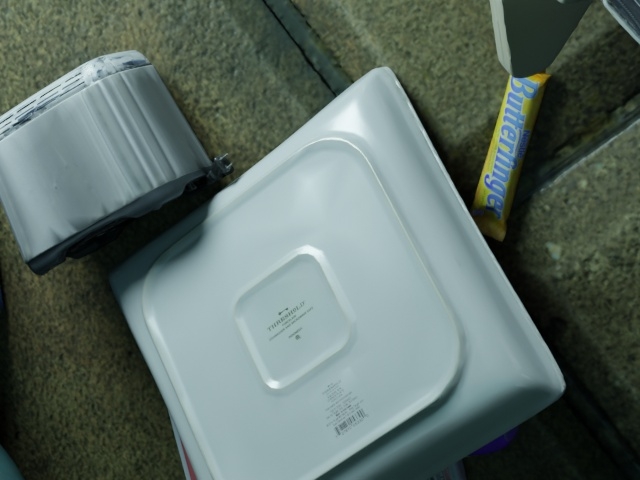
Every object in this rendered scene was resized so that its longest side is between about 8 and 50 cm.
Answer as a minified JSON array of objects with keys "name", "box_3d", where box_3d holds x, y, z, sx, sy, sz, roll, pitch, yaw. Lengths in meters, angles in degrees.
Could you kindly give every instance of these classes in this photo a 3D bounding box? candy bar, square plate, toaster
[{"name":"candy bar","box_3d":[0.162,-0.079,1.255,0.040,0.018,0.161,20,112,15]},{"name":"square plate","box_3d":[-0.012,0.072,1.252,0.347,0.049,0.344,-36,63,19]},{"name":"toaster","box_3d":[-0.205,-0.077,1.336,0.227,0.129,0.146,-27,92,27]}]

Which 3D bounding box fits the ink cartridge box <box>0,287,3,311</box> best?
[{"name":"ink cartridge box","box_3d":[-0.518,0.056,1.346,0.270,0.395,0.151,-3,104,22]}]

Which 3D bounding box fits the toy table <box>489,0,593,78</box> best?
[{"name":"toy table","box_3d":[0.182,-0.237,0.963,0.161,0.252,0.274,-20,116,-6]}]

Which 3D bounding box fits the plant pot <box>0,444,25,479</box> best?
[{"name":"plant pot","box_3d":[-0.422,0.279,1.459,0.271,0.271,0.255,-29,79,25]}]

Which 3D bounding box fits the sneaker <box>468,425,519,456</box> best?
[{"name":"sneaker","box_3d":[0.049,0.197,1.307,0.293,0.102,0.146,-4,103,30]}]

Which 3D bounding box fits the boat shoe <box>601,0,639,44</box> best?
[{"name":"boat shoe","box_3d":[0.278,-0.194,1.134,0.301,0.102,0.108,43,85,-1]}]

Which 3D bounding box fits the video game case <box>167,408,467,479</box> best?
[{"name":"video game case","box_3d":[-0.015,0.161,1.387,0.285,0.025,0.204,-9,102,23]}]
